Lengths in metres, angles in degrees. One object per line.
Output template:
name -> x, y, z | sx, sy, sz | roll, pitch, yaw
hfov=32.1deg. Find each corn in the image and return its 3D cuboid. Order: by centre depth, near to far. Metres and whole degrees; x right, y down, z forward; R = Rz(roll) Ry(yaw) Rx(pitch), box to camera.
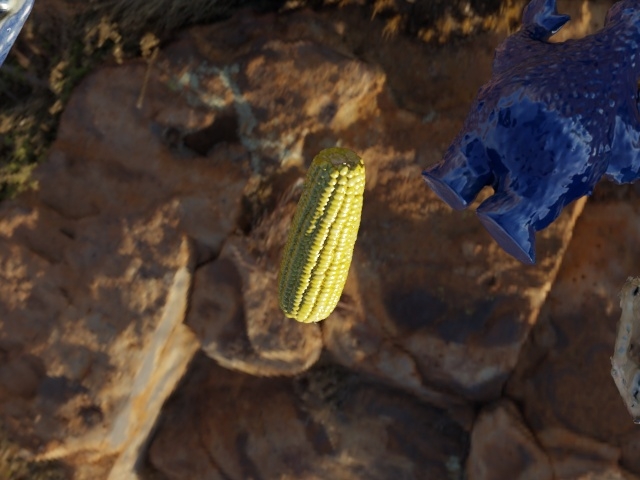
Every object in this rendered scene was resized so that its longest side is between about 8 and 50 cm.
corn -> 0.000, 0.000, 1.080 | 0.067, 0.067, 0.206 | 16, 128, 4

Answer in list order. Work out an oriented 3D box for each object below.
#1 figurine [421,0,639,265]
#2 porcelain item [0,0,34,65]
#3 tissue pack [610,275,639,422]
figurine -> 0.202, -0.111, 0.915 | 0.164, 0.262, 0.120 | 27, 164, 15
porcelain item -> -0.320, -0.208, 0.718 | 0.288, 0.138, 0.186 | 37, 87, -5
tissue pack -> 0.427, 0.122, 0.941 | 0.344, 0.242, 0.125 | 11, 95, 8
